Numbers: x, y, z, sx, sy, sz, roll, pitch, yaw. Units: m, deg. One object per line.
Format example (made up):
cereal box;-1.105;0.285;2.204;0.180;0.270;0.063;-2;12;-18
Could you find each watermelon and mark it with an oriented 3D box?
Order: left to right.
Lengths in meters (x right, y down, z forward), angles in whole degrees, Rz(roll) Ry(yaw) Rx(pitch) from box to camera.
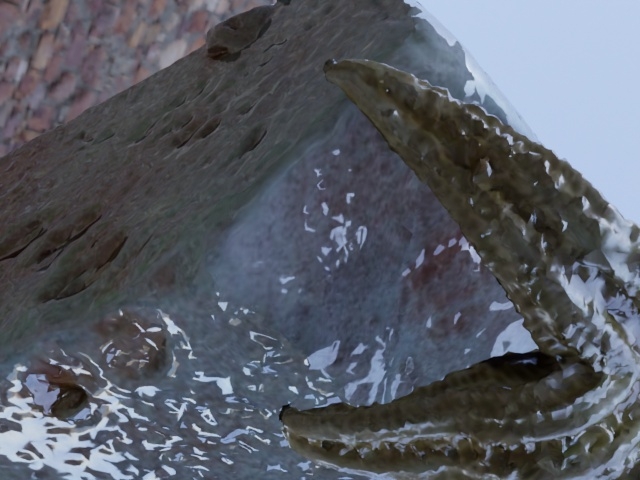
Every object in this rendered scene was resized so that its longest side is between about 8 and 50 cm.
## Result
watermelon;0.000;0.000;0.430;0.258;0.387;0.228;104;-13;-54

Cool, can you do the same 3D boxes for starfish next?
starfish;0.104;0.043;0.347;0.235;0.277;0.062;-57;-157;10
